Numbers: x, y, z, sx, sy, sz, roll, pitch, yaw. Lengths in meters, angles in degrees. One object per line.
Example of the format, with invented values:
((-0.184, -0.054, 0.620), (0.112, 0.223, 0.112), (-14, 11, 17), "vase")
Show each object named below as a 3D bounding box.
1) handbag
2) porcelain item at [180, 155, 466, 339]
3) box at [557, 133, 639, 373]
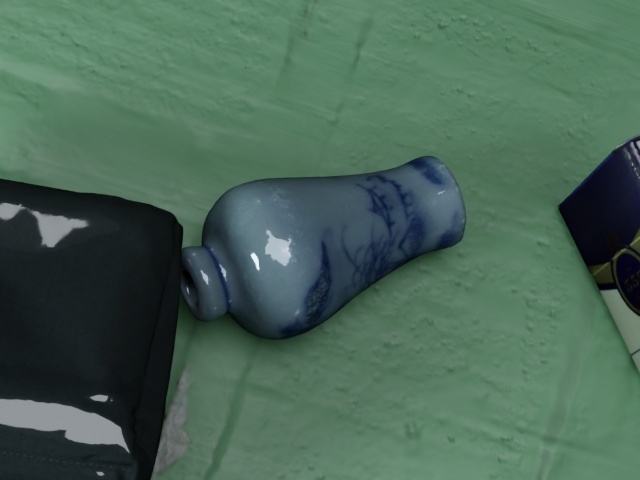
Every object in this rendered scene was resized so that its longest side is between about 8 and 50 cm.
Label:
((-0.268, 0.085, 1.050), (0.302, 0.178, 0.275), (9, 54, -4), "handbag")
((0.000, 0.000, 1.149), (0.259, 0.141, 0.141), (-21, 76, -23), "porcelain item")
((0.318, 0.043, 1.164), (0.071, 0.168, 0.259), (-21, 75, -17), "box")
